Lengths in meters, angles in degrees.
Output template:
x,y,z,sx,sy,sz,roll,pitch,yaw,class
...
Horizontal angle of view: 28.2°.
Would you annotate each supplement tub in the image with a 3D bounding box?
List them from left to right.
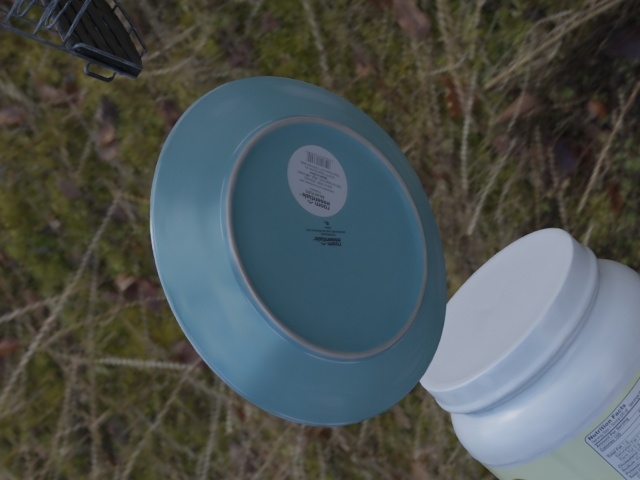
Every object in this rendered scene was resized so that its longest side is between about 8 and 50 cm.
x,y,z,sx,sy,sz,roll,pitch,yaw,class
0.276,0.167,1.229,0.325,0.235,0.235,42,134,-15,supplement tub

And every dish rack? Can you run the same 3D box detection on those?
x,y,z,sx,sy,sz,roll,pitch,yaw,class
-0.236,-0.213,0.882,0.074,0.271,0.208,-52,45,20,dish rack

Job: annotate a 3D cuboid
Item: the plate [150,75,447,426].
x,y,z,sx,sy,sz,roll,pitch,yaw,class
0.000,0.000,0.648,0.024,0.188,0.188,-25,103,50,plate
